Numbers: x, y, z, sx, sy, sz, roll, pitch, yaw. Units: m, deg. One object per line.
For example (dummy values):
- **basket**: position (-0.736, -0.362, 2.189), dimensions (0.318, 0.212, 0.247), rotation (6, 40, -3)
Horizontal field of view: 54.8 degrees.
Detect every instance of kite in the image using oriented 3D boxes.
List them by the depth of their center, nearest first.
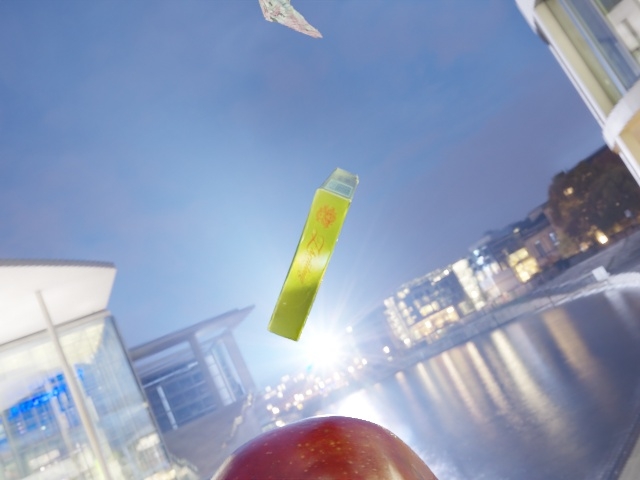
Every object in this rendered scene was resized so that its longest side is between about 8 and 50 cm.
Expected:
- **kite**: position (-0.047, -0.323, 0.830), dimensions (0.011, 0.139, 0.157), rotation (-57, 18, -14)

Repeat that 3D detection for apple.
- **apple**: position (0.006, 0.315, 0.578), dimensions (0.288, 0.288, 0.317), rotation (-23, 1, -16)

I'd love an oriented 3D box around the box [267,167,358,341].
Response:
- **box**: position (0.000, 0.000, 0.810), dimensions (0.311, 0.043, 0.173), rotation (-67, -2, -79)
